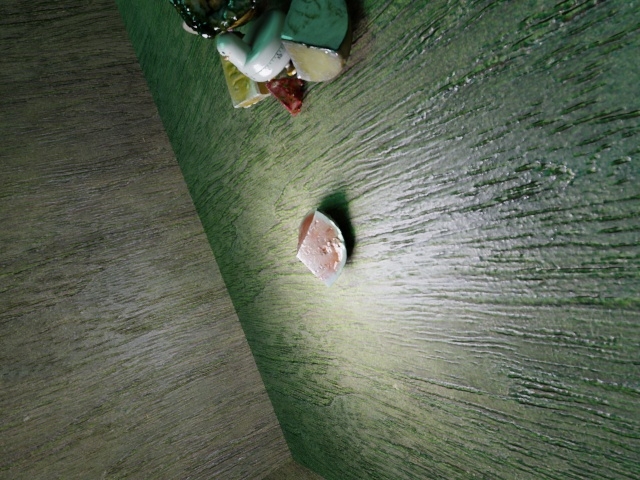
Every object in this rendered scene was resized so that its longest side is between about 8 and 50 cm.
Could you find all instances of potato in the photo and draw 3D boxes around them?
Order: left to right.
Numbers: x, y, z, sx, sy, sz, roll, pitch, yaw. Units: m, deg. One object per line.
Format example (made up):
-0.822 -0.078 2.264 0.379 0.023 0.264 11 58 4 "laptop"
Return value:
0.021 -0.582 1.417 0.189 0.211 0.264 18 174 12 "potato"

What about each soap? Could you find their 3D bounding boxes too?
-0.276 -0.621 1.766 0.160 0.080 0.258 -11 97 44 "soap"

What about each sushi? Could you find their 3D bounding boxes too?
-0.305 -0.801 1.458 0.294 0.352 0.178 46 -174 -25 "sushi"

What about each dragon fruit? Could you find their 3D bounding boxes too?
-0.100 -0.509 1.693 0.153 0.111 0.153 49 -172 -9 "dragon fruit"

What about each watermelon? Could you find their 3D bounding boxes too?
0.000 0.000 1.784 0.256 0.176 0.260 48 124 20 "watermelon"

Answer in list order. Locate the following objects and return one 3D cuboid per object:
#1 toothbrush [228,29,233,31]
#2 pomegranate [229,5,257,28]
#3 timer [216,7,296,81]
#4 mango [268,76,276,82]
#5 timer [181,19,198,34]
-0.377 -0.935 1.953 0.025 0.020 0.287 32 135 61 "toothbrush"
-0.341 -0.858 1.685 0.281 0.281 0.281 40 141 43 "pomegranate"
-0.192 -0.633 1.582 0.233 0.240 0.234 -30 45 35 "timer"
-0.220 -0.615 1.830 0.184 0.084 0.102 17 122 44 "mango"
-0.470 -0.983 1.977 0.175 0.175 0.266 2 95 60 "timer"
